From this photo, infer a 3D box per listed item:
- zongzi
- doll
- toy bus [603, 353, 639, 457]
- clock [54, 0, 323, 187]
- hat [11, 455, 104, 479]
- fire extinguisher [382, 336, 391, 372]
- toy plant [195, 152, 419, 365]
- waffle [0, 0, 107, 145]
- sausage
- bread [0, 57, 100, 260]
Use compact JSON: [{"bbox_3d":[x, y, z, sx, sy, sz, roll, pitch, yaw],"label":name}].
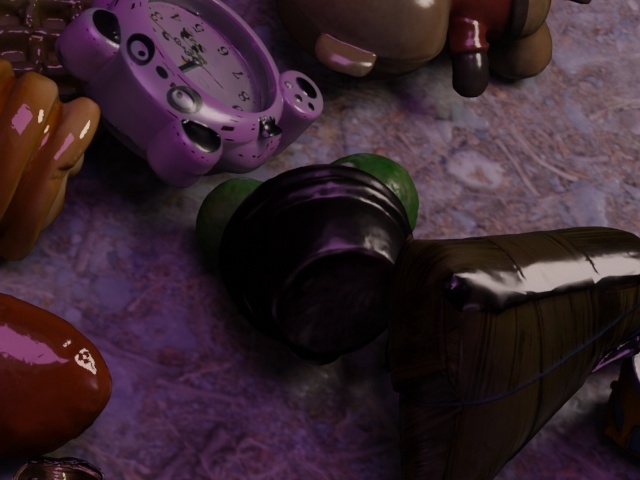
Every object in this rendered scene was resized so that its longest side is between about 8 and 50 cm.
[{"bbox_3d":[0.177,0.140,1.756,0.286,0.300,0.138,-4,11,-36],"label":"zongzi"},{"bbox_3d":[0.112,-0.260,2.082,0.330,0.174,0.235,-5,59,-26],"label":"doll"},{"bbox_3d":[0.369,0.158,1.847,0.209,0.136,0.126,19,47,-4],"label":"toy bus"},{"bbox_3d":[-0.129,-0.159,1.888,0.227,0.090,0.248,49,30,2],"label":"clock"},{"bbox_3d":[-0.218,0.219,1.625,0.077,0.059,0.076,6,65,-9],"label":"hat"},{"bbox_3d":[0.207,0.074,1.884,0.337,0.106,0.147,-2,63,-21],"label":"fire extinguisher"},{"bbox_3d":[0.000,0.000,1.828,0.218,0.175,0.235,-5,30,-12],"label":"toy plant"},{"bbox_3d":[-0.313,-0.195,1.942,0.292,0.056,0.309,36,49,10],"label":"waffle"},{"bbox_3d":[-0.301,0.098,1.647,0.258,0.133,0.133,17,47,-3],"label":"sausage"},{"bbox_3d":[-0.367,-0.108,1.775,0.311,0.173,0.121,25,7,3],"label":"bread"}]
